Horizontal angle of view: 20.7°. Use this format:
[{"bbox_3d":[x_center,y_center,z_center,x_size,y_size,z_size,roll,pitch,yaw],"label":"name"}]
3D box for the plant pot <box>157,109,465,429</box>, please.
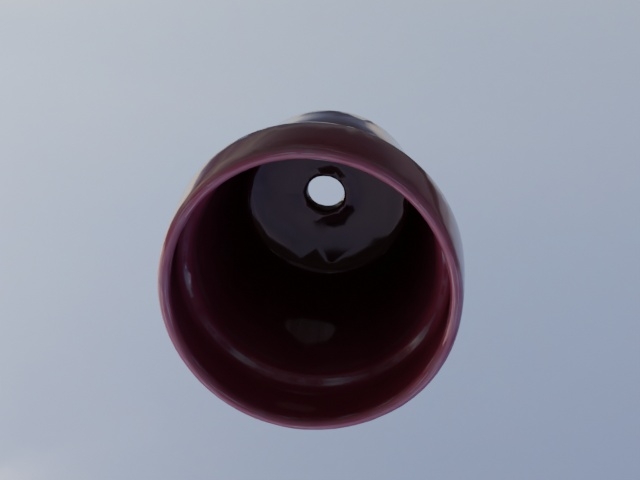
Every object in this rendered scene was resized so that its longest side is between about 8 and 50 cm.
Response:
[{"bbox_3d":[0.000,0.000,1.193,0.201,0.201,0.180,3,-157,4],"label":"plant pot"}]
